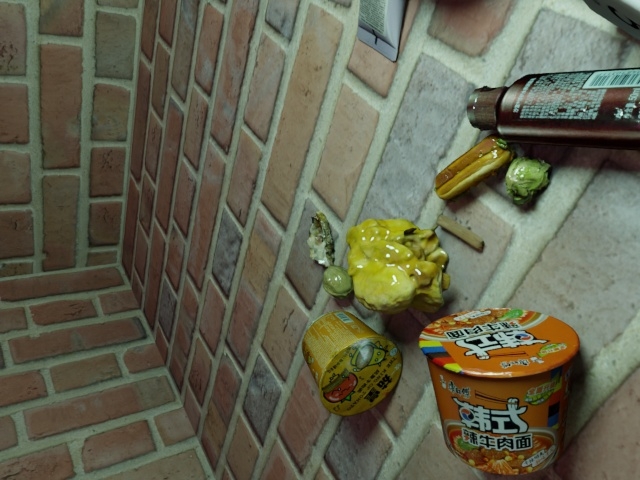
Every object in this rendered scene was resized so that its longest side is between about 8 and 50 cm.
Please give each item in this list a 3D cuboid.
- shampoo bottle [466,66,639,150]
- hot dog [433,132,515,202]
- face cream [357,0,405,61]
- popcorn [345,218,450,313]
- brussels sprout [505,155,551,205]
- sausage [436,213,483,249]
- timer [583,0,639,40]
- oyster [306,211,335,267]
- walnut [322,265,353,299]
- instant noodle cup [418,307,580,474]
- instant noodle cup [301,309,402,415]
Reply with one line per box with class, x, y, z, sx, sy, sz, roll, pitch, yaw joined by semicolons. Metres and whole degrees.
shampoo bottle;0.371;-0.198;0.812;0.323;0.084;0.129;17;75;53
hot dog;0.283;-0.132;0.992;0.188;0.055;0.072;-37;35;47
face cream;0.133;-0.531;1.122;0.154;0.096;0.273;47;146;37
popcorn;0.147;0.059;1.114;0.254;0.190;0.191;18;118;49
brussels sprout;0.343;-0.100;0.915;0.085;0.058;0.085;51;152;41
sausage;0.274;-0.017;1.056;0.116;0.026;0.026;40;128;44
timer;0.416;-0.336;0.605;0.192;0.194;0.195;-51;54;26
oyster;0.005;-0.006;1.426;0.103;0.051;0.148;35;140;44
walnut;0.045;0.106;1.365;0.092;0.092;0.092;15;108;54
instant noodle cup;0.296;0.246;0.898;0.250;0.251;0.192;13;115;54
instant noodle cup;0.061;0.277;1.276;0.172;0.216;0.215;-137;50;-55
